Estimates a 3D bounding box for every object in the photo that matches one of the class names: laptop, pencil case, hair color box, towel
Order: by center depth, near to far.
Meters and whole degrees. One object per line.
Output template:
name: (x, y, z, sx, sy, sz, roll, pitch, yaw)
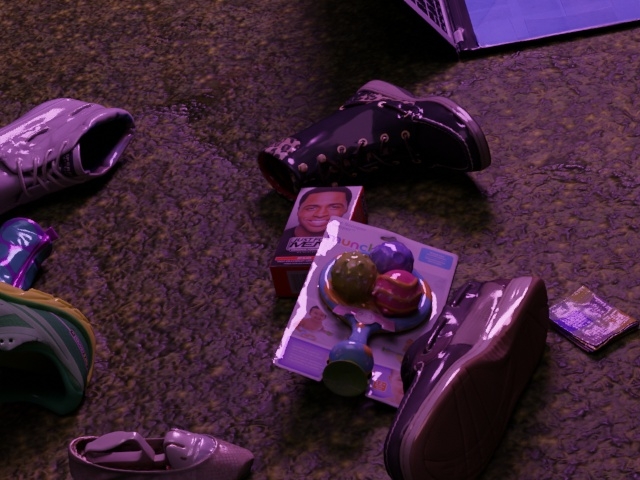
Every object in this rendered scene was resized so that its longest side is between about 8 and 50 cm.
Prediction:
towel: (0.251, 0.073, 1.460, 0.060, 0.009, 0.083, -27, 37, -19)
hair color box: (0.000, 0.000, 1.621, 0.072, 0.043, 0.141, -2, 35, 16)
pencil case: (-0.332, 0.041, 1.654, 0.070, 0.064, 0.151, -18, 31, 22)
laptop: (0.196, -0.426, 2.016, 0.236, 0.408, 0.382, -40, 27, 21)

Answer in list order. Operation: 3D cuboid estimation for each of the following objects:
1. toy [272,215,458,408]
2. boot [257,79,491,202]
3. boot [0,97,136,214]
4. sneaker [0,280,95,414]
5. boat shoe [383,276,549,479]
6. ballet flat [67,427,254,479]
toy: (0.052, 0.050, 1.485, 0.137, 0.056, 0.237, 19, 42, 3)
boot: (0.056, -0.091, 1.700, 0.179, 0.085, 0.236, -31, 31, -21)
boot: (-0.328, -0.091, 1.814, 0.123, 0.095, 0.258, 5, 36, 36)
sneaker: (-0.344, 0.090, 1.454, 0.296, 0.109, 0.123, 15, 38, -25)
boat shoe: (0.115, 0.121, 1.362, 0.092, 0.102, 0.285, 2, 33, 30)
ballet flat: (-0.144, 0.192, 1.381, 0.168, 0.052, 0.057, -6, 34, 9)
